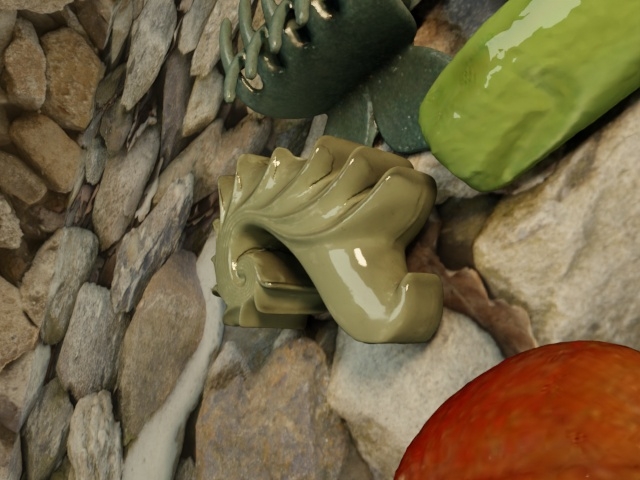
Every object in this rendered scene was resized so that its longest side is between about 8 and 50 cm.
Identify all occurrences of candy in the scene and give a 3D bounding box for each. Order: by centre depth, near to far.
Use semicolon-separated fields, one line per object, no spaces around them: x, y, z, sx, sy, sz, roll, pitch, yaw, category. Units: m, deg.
0.251;-0.195;0.592;0.343;0.142;0.132;-43;53;33;candy

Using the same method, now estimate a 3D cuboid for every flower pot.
0.000;0.000;0.800;0.367;0.164;0.254;-4;80;47;flower pot

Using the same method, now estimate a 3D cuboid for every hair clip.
0.021;-0.283;0.856;0.318;0.238;0.392;-28;53;46;hair clip

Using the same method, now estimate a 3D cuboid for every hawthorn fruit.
0.180;0.199;0.401;0.262;0.258;0.258;-31;47;13;hawthorn fruit
